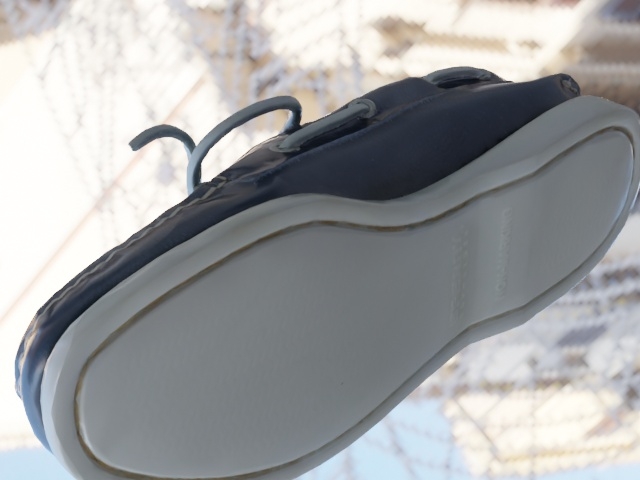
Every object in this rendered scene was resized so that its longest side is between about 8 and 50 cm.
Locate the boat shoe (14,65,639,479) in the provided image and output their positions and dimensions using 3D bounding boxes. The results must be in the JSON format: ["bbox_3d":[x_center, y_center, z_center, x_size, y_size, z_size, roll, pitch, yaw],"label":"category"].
[{"bbox_3d":[0.000,0.000,0.614,0.079,0.095,0.254,26,-139,36],"label":"boat shoe"}]
